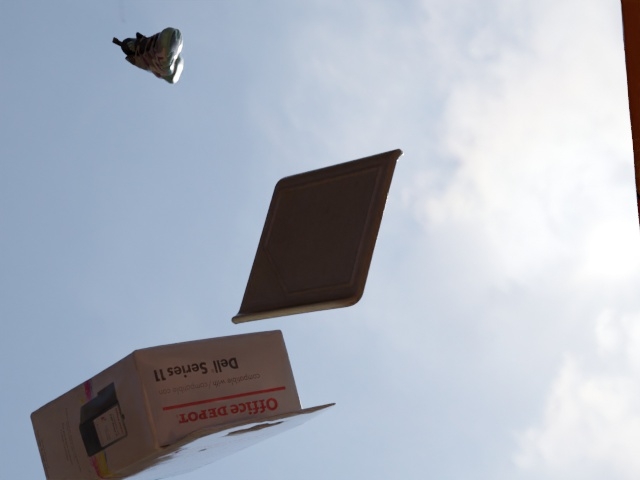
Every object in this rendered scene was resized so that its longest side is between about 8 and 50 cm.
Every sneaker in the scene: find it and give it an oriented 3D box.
[{"bbox_3d":[-0.172,-0.189,1.470,0.098,0.069,0.038,105,-174,-70],"label":"sneaker"}]

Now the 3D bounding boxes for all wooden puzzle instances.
[{"bbox_3d":[0.000,0.000,1.908,0.044,0.221,0.239,39,-123,-33],"label":"wooden puzzle"}]

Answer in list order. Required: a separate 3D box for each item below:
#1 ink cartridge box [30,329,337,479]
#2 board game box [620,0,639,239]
[{"bbox_3d":[-0.163,0.195,1.733,0.207,0.119,0.353,-6,-15,-38],"label":"ink cartridge box"},{"bbox_3d":[0.425,-0.205,1.066,0.356,0.356,0.356,-63,-31,-44],"label":"board game box"}]
